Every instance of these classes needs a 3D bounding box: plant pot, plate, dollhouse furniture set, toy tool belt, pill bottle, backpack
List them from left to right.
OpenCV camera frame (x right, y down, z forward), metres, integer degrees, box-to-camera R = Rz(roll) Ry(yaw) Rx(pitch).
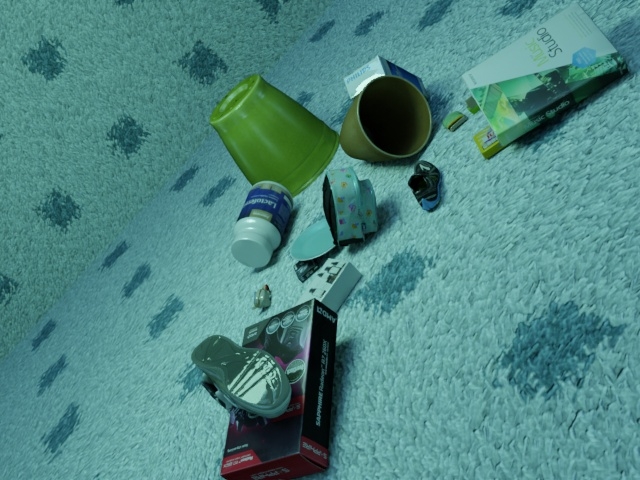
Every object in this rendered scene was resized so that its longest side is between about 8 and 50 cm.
[{"bbox_3d":[-0.173,0.162,1.988,0.051,0.052,0.083,-27,30,16],"label":"toy tool belt"},{"bbox_3d":[-0.185,-0.051,2.195,0.153,0.153,0.265,-25,33,35],"label":"pill bottle"},{"bbox_3d":[-0.183,-0.373,2.429,0.366,0.353,0.366,-34,28,21],"label":"plant pot"},{"bbox_3d":[0.000,0.000,1.975,0.188,0.024,0.188,-25,28,14],"label":"plate"},{"bbox_3d":[0.075,-0.101,1.850,0.144,0.188,0.166,-15,30,3],"label":"backpack"},{"bbox_3d":[0.158,-0.326,2.050,0.237,0.237,0.254,-56,14,-22],"label":"plant pot"},{"bbox_3d":[0.391,-0.375,1.934,0.151,0.058,0.076,-41,26,9],"label":"dollhouse furniture set"}]

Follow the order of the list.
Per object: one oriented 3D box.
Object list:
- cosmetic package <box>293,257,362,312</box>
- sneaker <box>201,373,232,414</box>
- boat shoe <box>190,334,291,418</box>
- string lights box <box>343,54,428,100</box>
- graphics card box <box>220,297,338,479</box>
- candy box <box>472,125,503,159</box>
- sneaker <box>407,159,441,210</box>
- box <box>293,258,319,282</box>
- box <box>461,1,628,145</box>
[{"bbox_3d":[-0.005,0.156,1.742,0.239,0.060,0.099,-54,27,-18],"label":"cosmetic package"},{"bbox_3d":[-0.218,0.327,1.698,0.094,0.153,0.235,-33,29,19],"label":"sneaker"},{"bbox_3d":[-0.160,0.296,1.478,0.118,0.103,0.320,-44,35,-25],"label":"boat shoe"},{"bbox_3d":[0.202,-0.464,2.123,0.133,0.259,0.077,-28,70,32],"label":"string lights box"},{"bbox_3d":[-0.083,0.327,1.514,0.232,0.094,0.371,-26,40,34],"label":"graphics card box"},{"bbox_3d":[0.477,-0.288,1.723,0.206,0.027,0.105,-35,25,18],"label":"candy box"},{"bbox_3d":[0.263,-0.154,1.780,0.067,0.078,0.188,-31,29,26],"label":"sneaker"},{"bbox_3d":[-0.040,0.074,1.956,0.067,0.018,0.083,-40,27,8],"label":"box"},{"bbox_3d":[0.523,-0.397,1.665,0.322,0.058,0.232,-32,51,18],"label":"box"}]
